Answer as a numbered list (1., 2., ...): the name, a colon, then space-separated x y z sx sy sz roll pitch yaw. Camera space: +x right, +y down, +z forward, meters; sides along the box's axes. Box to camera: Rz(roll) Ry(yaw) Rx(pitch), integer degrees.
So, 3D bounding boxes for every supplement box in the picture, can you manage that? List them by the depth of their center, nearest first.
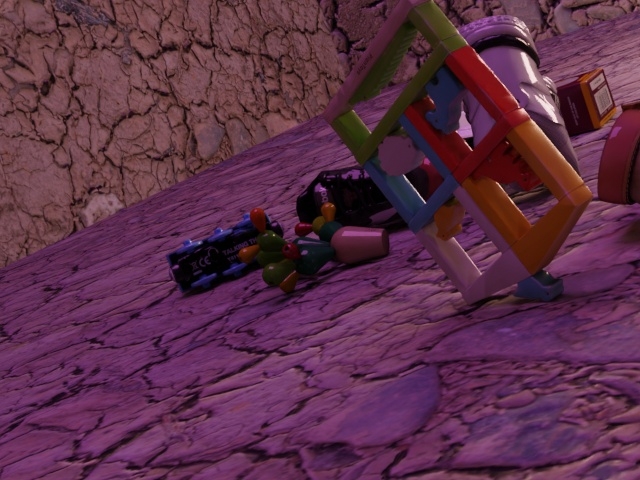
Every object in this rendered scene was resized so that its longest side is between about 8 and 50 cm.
1. supplement box: 0.374 -0.210 1.923 0.188 0.081 0.104 -14 12 33

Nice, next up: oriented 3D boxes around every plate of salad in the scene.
1. plate of salad: 0.286 -0.207 2.178 0.200 0.048 0.200 -11 17 3

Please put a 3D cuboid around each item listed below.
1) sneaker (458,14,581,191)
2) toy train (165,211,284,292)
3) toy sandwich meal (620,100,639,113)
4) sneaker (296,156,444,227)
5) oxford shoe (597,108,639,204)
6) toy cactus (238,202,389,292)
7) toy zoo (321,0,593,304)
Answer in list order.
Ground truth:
1. sneaker: 0.276 -0.142 1.631 0.137 0.210 0.366 -17 -24 13
2. toy train: -0.142 0.017 1.760 0.184 0.080 0.105 -24 2 -10
3. toy sandwich meal: 0.501 -0.207 1.801 0.085 0.029 0.085 -20 10 4
4. sneaker: 0.068 -0.064 1.659 0.135 0.097 0.276 -13 1 -41
5. oxford shoe: 0.411 -0.095 1.258 0.130 0.123 0.348 17 28 28
6. toy cactus: 0.000 0.000 1.541 0.180 0.112 0.219 -6 6 21
7. toy zoo: 0.133 -0.066 1.106 0.030 0.293 0.192 -29 -15 -37
